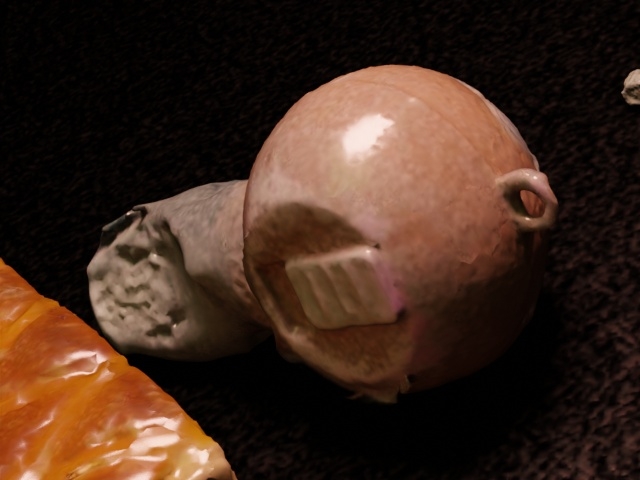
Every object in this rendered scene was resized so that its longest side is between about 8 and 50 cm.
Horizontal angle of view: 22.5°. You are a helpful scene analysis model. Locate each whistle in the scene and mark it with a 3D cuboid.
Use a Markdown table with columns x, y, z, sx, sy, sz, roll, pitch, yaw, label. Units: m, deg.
| x | y | z | sx | sy | sz | roll | pitch | yaw | label |
| --- | --- | --- | --- | --- | --- | --- | --- | --- | --- |
| 0.000 | 0.000 | 0.937 | 0.347 | 0.189 | 0.189 | -12 | 36 | 42 | whistle |

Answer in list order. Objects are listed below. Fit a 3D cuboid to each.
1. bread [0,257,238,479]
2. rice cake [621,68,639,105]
| x | y | z | sx | sy | sz | roll | pitch | yaw | label |
| --- | --- | --- | --- | --- | --- | --- | --- | --- | --- |
| -0.176 | 0.179 | 0.771 | 0.279 | 0.207 | 0.279 | -36 | 37 | -15 | bread |
| 0.249 | -0.101 | 1.013 | 0.121 | 0.022 | 0.022 | -3 | 32 | 30 | rice cake |
